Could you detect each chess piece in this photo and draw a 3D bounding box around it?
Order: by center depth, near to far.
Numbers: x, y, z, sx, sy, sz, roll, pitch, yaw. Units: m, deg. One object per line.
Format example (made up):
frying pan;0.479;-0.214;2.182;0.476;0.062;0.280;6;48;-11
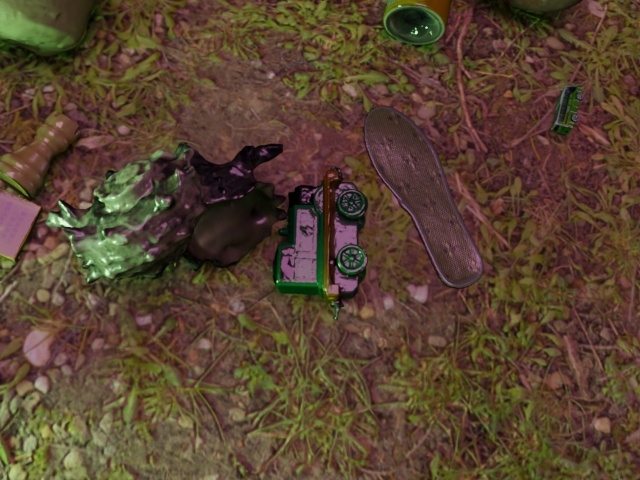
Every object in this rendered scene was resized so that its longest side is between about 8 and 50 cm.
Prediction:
chess piece;-0.396;-0.123;0.931;0.066;0.066;0.122;34;66;2

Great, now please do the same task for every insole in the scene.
insole;0.160;-0.074;1.032;0.109;0.007;0.322;-22;78;-14

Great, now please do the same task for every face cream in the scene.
face cream;0.188;-0.504;1.106;0.105;0.105;0.348;14;72;-5

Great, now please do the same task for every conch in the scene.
conch;-0.189;-0.046;0.851;0.313;0.241;0.186;-8;91;-21

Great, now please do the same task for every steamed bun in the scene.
steamed bun;-0.434;-0.423;0.890;0.320;0.206;0.275;30;54;-39

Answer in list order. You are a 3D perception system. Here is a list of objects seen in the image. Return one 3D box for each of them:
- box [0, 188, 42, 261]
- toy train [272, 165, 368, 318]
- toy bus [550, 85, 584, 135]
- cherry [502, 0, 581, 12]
box;-0.473;-0.040;0.897;0.156;0.022;0.089;23;70;-14
toy train;0.000;0.000;0.943;0.136;0.091;0.227;-2;75;1
toy bus;0.413;-0.218;1.100;0.037;0.031;0.083;17;72;6
cherry;0.359;-0.490;1.072;0.236;0.213;0.285;42;58;-19
